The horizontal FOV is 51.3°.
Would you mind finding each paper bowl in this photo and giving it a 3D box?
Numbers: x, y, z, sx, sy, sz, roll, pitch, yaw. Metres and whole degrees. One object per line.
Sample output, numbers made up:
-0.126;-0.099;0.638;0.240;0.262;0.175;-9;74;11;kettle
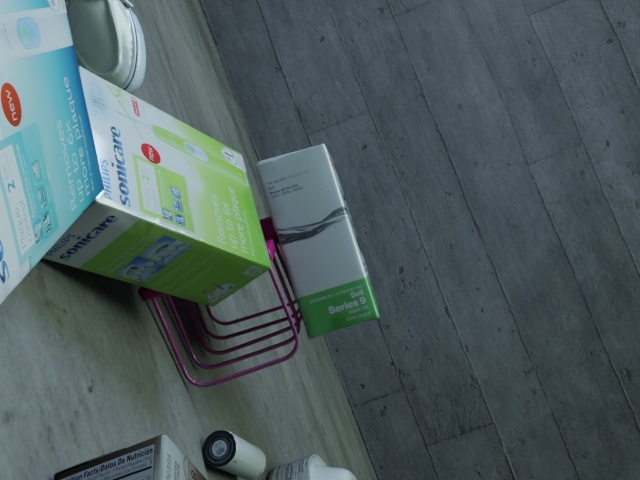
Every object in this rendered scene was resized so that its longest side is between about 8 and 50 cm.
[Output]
0.018;0.543;1.240;0.284;0.148;0.284;-20;90;-85;paper bowl

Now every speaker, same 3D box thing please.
-0.130;0.334;1.032;0.136;0.055;0.055;61;9;-60;speaker

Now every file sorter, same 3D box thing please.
-0.141;0.093;1.124;0.290;0.202;0.182;-88;160;-78;file sorter

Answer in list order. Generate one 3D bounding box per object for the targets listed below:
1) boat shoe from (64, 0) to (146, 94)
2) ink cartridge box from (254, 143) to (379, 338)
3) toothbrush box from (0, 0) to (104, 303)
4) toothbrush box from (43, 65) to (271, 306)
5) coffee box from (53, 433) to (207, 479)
-0.369;-0.390;0.970;0.156;0.136;0.367;-54;128;-81;boat shoe
0.000;0.000;1.118;0.211;0.121;0.289;2;70;-86;ink cartridge box
-0.281;-0.092;0.505;0.295;0.126;0.216;-94;179;-70;toothbrush box
-0.215;-0.055;0.852;0.283;0.122;0.206;24;39;-48;toothbrush box
-0.141;0.336;0.535;0.297;0.119;0.168;-104;170;-53;coffee box
